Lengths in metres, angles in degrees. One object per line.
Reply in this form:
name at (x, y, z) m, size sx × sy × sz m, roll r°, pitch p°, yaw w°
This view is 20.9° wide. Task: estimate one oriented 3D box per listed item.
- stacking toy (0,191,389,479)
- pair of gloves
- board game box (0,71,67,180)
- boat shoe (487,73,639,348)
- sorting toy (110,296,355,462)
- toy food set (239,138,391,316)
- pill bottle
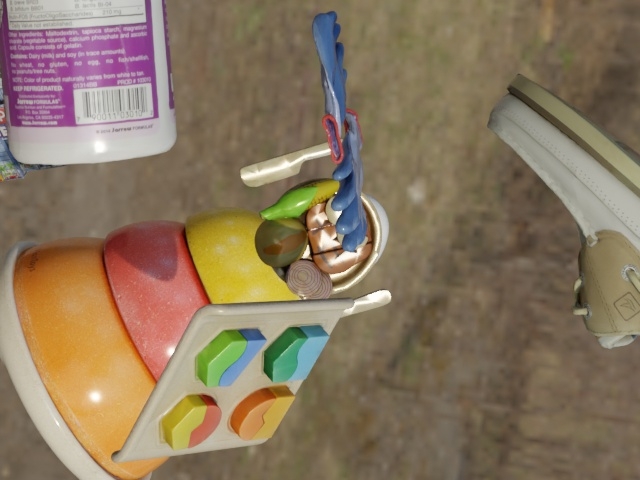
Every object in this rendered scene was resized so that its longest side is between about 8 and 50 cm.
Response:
stacking toy at (-0.132, 0.076, 2.151) m, size 0.351 × 0.480 × 0.350 m, roll 60°, pitch 11°, yaw -20°
pair of gloves at (0.015, -0.096, 1.481) m, size 0.159 × 0.023 × 0.198 m, roll -89°, pitch 168°, yaw -48°
board game box at (-0.413, -0.172, 2.220) m, size 0.060 × 0.194 × 0.194 m, roll -69°, pitch 144°, yaw -47°
boat shoe at (0.202, 0.022, 1.064) m, size 0.103 × 0.302 × 0.113 m, roll -49°, pitch 159°, yaw 14°
sorting toy at (-0.077, 0.134, 1.619) m, size 0.193 × 0.038 × 0.208 m, roll -1°, pitch 133°, yaw -47°
toy food set at (0.000, 0.000, 1.783) m, size 0.038 × 0.132 × 0.192 m, roll -126°, pitch -163°, yaw -75°
pill bottle at (-0.234, -0.232, 1.697) m, size 0.169 × 0.169 × 0.302 m, roll -31°, pitch 119°, yaw -71°
